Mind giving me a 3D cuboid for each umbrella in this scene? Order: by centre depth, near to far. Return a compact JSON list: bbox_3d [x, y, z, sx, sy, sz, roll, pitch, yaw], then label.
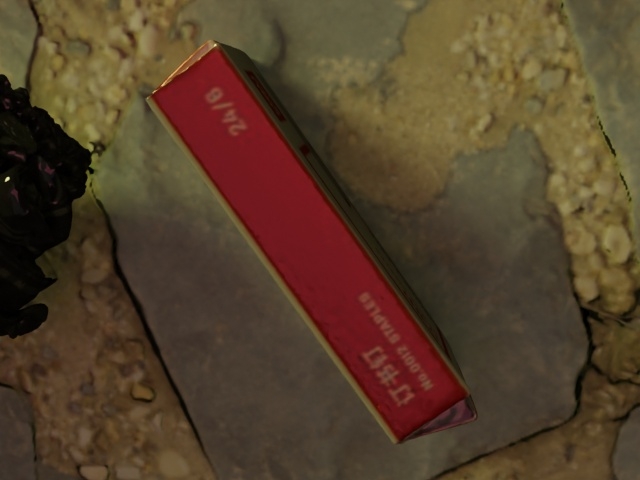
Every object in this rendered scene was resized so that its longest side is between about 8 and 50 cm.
[{"bbox_3d":[-0.279,0.035,0.622,0.336,0.128,0.154,-32,118,15],"label":"umbrella"}]

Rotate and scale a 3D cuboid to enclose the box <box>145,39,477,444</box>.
[{"bbox_3d":[0.000,0.001,0.587,0.050,0.123,0.229,-35,94,7],"label":"box"}]
